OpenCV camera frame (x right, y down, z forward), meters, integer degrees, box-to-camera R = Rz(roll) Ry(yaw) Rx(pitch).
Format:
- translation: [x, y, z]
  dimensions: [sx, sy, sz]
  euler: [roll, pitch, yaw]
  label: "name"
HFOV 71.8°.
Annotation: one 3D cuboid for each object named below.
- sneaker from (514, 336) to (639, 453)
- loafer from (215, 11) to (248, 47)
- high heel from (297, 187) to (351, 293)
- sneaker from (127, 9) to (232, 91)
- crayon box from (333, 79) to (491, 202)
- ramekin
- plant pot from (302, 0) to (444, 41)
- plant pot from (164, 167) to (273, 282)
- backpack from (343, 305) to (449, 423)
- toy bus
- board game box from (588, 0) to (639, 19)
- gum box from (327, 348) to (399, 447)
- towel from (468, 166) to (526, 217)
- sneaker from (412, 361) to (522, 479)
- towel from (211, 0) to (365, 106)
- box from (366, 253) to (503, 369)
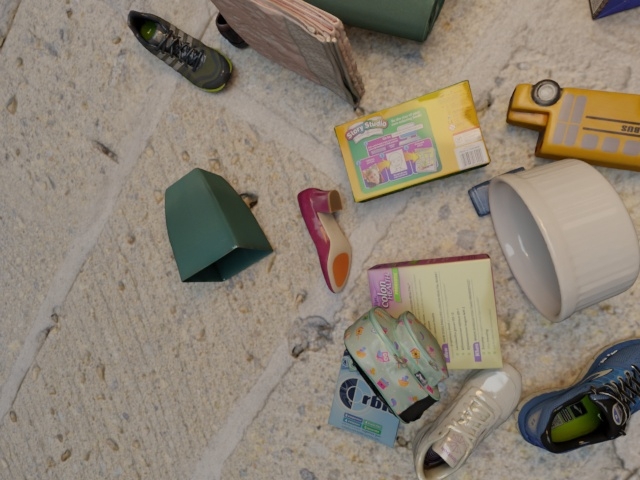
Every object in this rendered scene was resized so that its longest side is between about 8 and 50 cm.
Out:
- translation: [0.531, 0.296, 0.808]
  dimensions: [0.330, 0.147, 0.129]
  euler: [-34, 83, 3]
  label: "sneaker"
- translation: [-0.134, -0.590, 1.011]
  dimensions: [0.109, 0.095, 0.302]
  euler: [40, 104, 13]
  label: "loafer"
- translation: [0.000, 0.000, 1.025]
  dimensions: [0.117, 0.082, 0.243]
  euler: [4, 109, 46]
  label: "high heel"
- translation: [-0.347, -0.459, 1.073]
  dimensions: [0.300, 0.121, 0.111]
  euler: [31, 102, 14]
  label: "sneaker"
- translation: [0.184, -0.194, 0.907]
  dimensions: [0.279, 0.081, 0.165]
  euler: [-15, 90, 17]
  label: "crayon box"
- translation: [0.419, -0.007, 0.779]
  dimensions: [0.135, 0.277, 0.277]
  euler: [-20, 87, 8]
  label: "ramekin"
- translation: [0.090, -0.557, 0.839]
  dimensions: [0.334, 0.341, 0.341]
  euler: [23, 100, 7]
  label: "plant pot"
- translation: [-0.258, -0.042, 1.050]
  dimensions: [0.166, 0.165, 0.234]
  euler: [-30, 76, 17]
  label: "plant pot"
- translation: [0.137, 0.207, 0.807]
  dimensions: [0.188, 0.166, 0.144]
  euler: [43, 103, 7]
  label: "backpack"
- translation: [0.521, -0.207, 0.818]
  dimensions: [0.333, 0.108, 0.130]
  euler: [12, 98, 16]
  label: "toy bus"
- translation: [0.531, -0.573, 0.730]
  dimensions: [0.141, 0.232, 0.290]
  euler: [-11, 90, 17]
  label: "board game box"
- translation: [0.113, 0.355, 1.012]
  dimensions: [0.157, 0.041, 0.184]
  euler: [14, 98, 17]
  label: "gum box"
- translation: [0.372, -0.100, 0.911]
  dimensions: [0.120, 0.029, 0.067]
  euler: [-24, 86, 18]
  label: "towel"
- translation: [0.302, 0.381, 0.896]
  dimensions: [0.114, 0.152, 0.305]
  euler: [39, 102, 13]
  label: "sneaker"
- translation: [-0.070, -0.401, 0.879]
  dimensions: [0.317, 0.332, 0.053]
  euler: [32, 95, 13]
  label: "towel"
- translation: [0.237, 0.148, 0.922]
  dimensions: [0.243, 0.117, 0.213]
  euler: [-7, 91, 17]
  label: "box"
